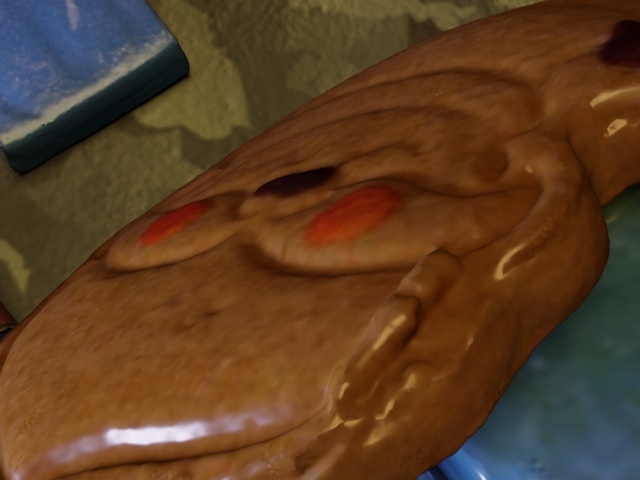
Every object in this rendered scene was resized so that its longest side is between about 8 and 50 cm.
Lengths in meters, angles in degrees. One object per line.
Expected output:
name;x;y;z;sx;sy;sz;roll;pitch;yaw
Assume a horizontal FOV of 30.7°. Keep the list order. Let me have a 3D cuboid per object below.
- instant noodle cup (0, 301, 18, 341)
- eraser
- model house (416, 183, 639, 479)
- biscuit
instant noodle cup;-0.257;0.038;0.702;0.136;0.127;0.127;43;75;7
eraser;-0.236;-0.204;0.830;0.144;0.042;0.312;-33;71;-11
model house;0.138;0.069;0.632;0.237;0.215;0.303;-33;50;-11
biscuit;0.000;-0.001;0.615;0.455;0.350;0.078;-42;112;-28
